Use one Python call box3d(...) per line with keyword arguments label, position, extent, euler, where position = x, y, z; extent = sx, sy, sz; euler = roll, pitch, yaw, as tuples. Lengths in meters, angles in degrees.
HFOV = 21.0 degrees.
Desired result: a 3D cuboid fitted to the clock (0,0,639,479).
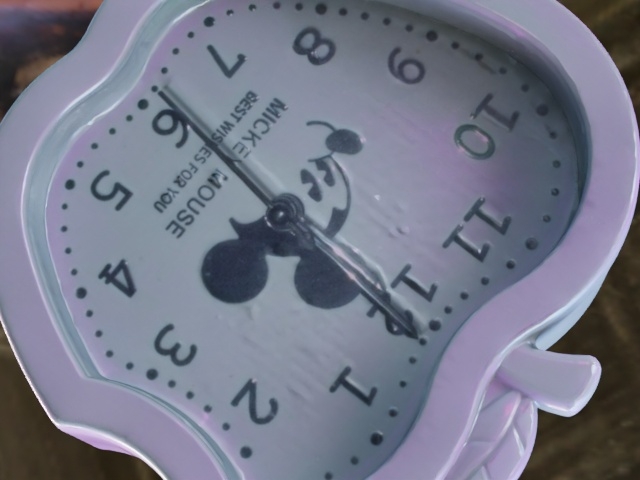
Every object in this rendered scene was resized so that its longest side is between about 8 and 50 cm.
box3d(label="clock", position=(0.000, 0.000, 0.899), extent=(0.339, 0.102, 0.338), euler=(-1, -106, 5))
